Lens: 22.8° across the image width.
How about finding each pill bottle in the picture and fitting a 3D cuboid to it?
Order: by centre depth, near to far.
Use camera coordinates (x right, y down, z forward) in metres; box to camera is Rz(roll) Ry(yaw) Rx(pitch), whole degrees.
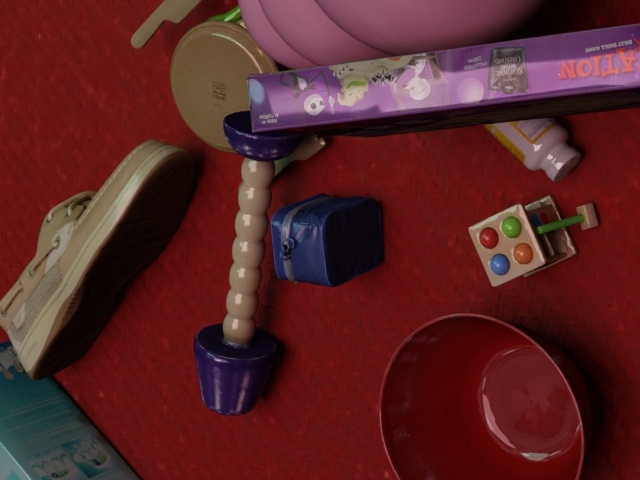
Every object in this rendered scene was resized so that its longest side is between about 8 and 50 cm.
[{"bbox_3d":[0.165,-0.085,1.251,0.083,0.043,0.043,47,120,19],"label":"pill bottle"}]

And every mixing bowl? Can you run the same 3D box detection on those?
[{"bbox_3d":[0.147,0.140,1.268,0.181,0.098,0.181,6,100,34],"label":"mixing bowl"}]

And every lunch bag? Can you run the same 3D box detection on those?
[{"bbox_3d":[0.000,0.000,1.348,0.065,0.098,0.067,6,106,37],"label":"lunch bag"}]

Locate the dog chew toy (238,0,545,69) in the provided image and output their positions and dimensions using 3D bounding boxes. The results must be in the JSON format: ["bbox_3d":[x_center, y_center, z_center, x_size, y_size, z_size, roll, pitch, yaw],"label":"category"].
[{"bbox_3d":[0.042,-0.217,1.208,0.332,0.206,0.206,-21,85,62],"label":"dog chew toy"}]

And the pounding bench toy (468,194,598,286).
[{"bbox_3d":[0.170,-0.005,1.248,0.083,0.065,0.052,-27,82,35],"label":"pounding bench toy"}]

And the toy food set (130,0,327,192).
[{"bbox_3d":[-0.077,-0.141,1.421,0.132,0.038,0.192,-36,88,39],"label":"toy food set"}]

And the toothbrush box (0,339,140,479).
[{"bbox_3d":[-0.302,0.281,1.590,0.295,0.126,0.216,46,120,19],"label":"toothbrush box"}]

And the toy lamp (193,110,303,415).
[{"bbox_3d":[-0.067,0.025,1.401,0.080,0.080,0.275,20,115,31],"label":"toy lamp"}]

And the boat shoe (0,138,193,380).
[{"bbox_3d":[-0.225,0.005,1.504,0.098,0.109,0.302,49,127,17],"label":"boat shoe"}]

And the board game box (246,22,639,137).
[{"bbox_3d":[0.148,-0.112,1.122,0.347,0.208,0.056,-4,86,25],"label":"board game box"}]
